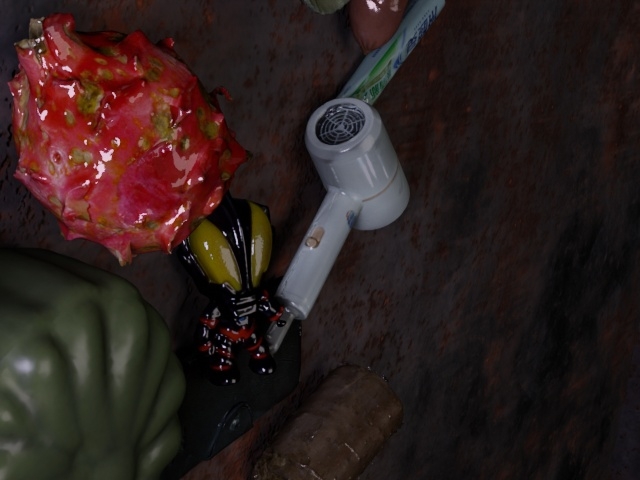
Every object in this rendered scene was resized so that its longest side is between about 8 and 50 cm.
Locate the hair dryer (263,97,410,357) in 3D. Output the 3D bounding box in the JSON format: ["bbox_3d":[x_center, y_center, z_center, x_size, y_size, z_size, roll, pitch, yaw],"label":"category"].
[{"bbox_3d":[0.000,0.000,1.803,0.357,0.108,0.173,-65,149,-26],"label":"hair dryer"}]

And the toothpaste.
[{"bbox_3d":[0.098,-0.265,1.938,0.297,0.048,0.074,-55,150,-26],"label":"toothpaste"}]

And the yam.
[{"bbox_3d":[0.009,0.290,1.962,0.238,0.129,0.128,-48,142,-42],"label":"yam"}]

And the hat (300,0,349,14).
[{"bbox_3d":[-0.029,-0.383,1.541,0.257,0.130,0.257,14,90,-68],"label":"hat"}]

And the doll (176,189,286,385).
[{"bbox_3d":[-0.101,0.046,1.659,0.127,0.088,0.248,-24,113,-60],"label":"doll"}]

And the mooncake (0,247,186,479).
[{"bbox_3d":[-0.273,0.177,1.328,0.351,0.187,0.351,-32,130,-50],"label":"mooncake"}]

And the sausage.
[{"bbox_3d":[0.089,-0.445,1.778,0.088,0.088,0.433,-24,124,-56],"label":"sausage"}]

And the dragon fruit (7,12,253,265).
[{"bbox_3d":[-0.199,-0.104,1.318,0.205,0.210,0.268,-48,126,-13],"label":"dragon fruit"}]

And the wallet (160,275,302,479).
[{"bbox_3d":[-0.122,0.183,1.758,0.318,0.045,0.172,-34,131,-49],"label":"wallet"}]
